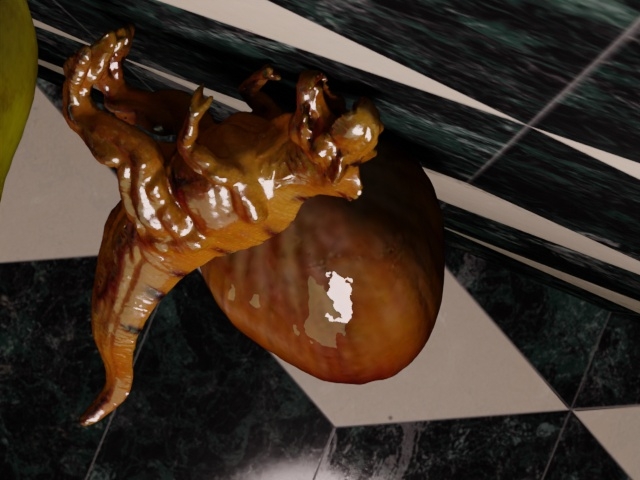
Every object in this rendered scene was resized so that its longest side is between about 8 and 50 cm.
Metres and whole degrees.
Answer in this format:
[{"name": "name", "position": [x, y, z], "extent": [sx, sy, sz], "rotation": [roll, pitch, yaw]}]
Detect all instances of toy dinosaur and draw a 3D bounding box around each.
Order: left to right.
[{"name": "toy dinosaur", "position": [-0.107, -0.041, 1.136], "extent": [0.208, 0.097, 0.432], "rotation": [55, 141, 3]}]

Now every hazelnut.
[{"name": "hazelnut", "position": [0.007, -0.007, 1.228], "extent": [0.186, 0.210, 0.210], "rotation": [-14, -154, -42]}]

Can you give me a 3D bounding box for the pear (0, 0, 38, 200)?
[{"name": "pear", "position": [-0.279, -0.080, 0.740], "extent": [0.287, 0.287, 0.375], "rotation": [22, 153, 16]}]
